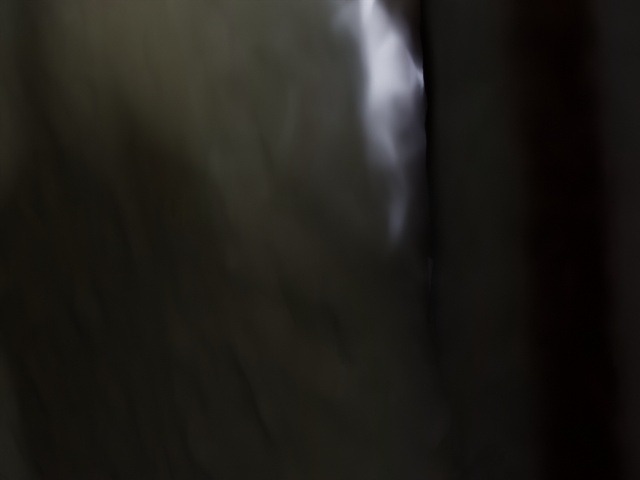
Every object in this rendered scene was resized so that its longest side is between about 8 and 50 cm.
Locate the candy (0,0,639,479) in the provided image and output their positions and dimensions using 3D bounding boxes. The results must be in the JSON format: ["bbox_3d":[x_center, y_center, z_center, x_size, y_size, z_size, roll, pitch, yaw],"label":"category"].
[{"bbox_3d":[0.000,0.000,0.511,0.135,0.179,0.321,-9,4,-27],"label":"candy"}]
